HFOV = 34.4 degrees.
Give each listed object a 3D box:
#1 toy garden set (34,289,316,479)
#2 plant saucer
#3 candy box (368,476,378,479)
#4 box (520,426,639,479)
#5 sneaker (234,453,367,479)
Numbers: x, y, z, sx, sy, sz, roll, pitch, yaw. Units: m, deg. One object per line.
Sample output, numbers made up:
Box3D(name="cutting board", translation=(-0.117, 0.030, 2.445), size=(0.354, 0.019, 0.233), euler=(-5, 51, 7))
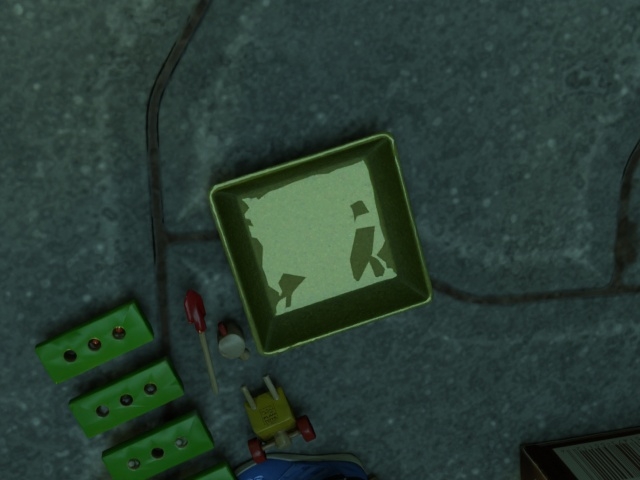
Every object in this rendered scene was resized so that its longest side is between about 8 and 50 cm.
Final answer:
Box3D(name="toy garden set", translation=(-0.138, 0.159, 1.055), size=(0.203, 0.049, 0.244), euler=(-25, 110, 1))
Box3D(name="plant saucer", translation=(0.000, 0.000, 1.028), size=(0.188, 0.045, 0.188), euler=(-18, 110, -5))
Box3D(name="candy box", translation=(-0.020, 0.425, 1.142), size=(0.316, 0.087, 0.183), euler=(-32, 113, 2))
Box3D(name="box", translation=(0.343, 0.414, 1.183), size=(0.191, 0.143, 0.382), euler=(-7, 108, -9))
Box3D(name="sneaker", translation=(-0.022, 0.269, 1.092), size=(0.152, 0.084, 0.058), euler=(-2, 108, -10))
